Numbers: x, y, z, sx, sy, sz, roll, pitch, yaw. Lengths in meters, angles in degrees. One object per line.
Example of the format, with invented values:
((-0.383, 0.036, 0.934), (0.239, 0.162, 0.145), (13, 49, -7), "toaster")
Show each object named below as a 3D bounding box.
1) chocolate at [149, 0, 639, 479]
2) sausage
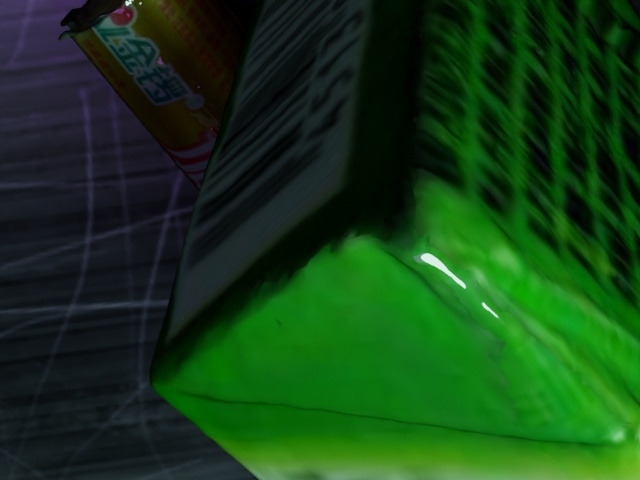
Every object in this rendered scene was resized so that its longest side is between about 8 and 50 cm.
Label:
((0.102, 0.022, 0.661), (0.161, 0.360, 0.341), (-30, 119, 28), "chocolate")
((0.000, 0.000, 0.795), (0.082, 0.082, 0.371), (-32, 118, 14), "sausage")
